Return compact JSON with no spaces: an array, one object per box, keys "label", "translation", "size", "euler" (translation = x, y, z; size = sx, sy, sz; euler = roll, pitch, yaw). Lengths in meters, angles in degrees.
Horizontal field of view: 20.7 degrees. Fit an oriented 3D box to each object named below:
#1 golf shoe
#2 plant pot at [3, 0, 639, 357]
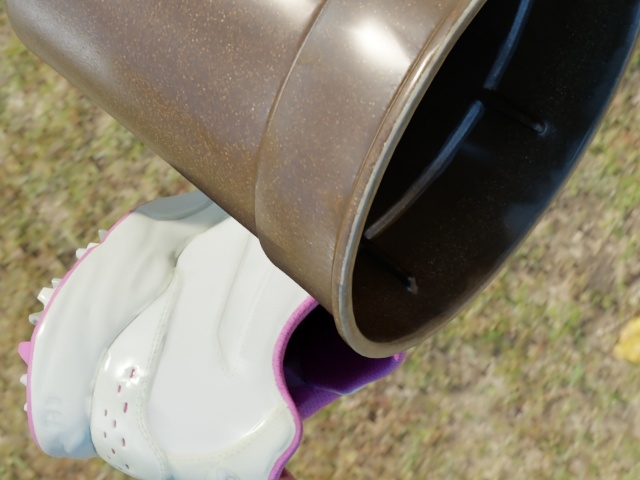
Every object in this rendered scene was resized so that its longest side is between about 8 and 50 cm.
[{"label":"golf shoe","translation":[0.000,0.000,0.792],"size":[0.140,0.306,0.115],"euler":[22,144,23]},{"label":"plant pot","translation":[-0.003,-0.075,0.573],"size":[0.165,0.167,0.167],"euler":[34,125,23]}]
